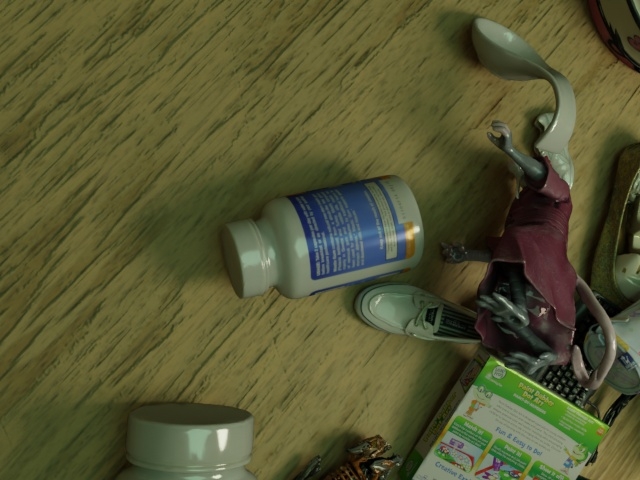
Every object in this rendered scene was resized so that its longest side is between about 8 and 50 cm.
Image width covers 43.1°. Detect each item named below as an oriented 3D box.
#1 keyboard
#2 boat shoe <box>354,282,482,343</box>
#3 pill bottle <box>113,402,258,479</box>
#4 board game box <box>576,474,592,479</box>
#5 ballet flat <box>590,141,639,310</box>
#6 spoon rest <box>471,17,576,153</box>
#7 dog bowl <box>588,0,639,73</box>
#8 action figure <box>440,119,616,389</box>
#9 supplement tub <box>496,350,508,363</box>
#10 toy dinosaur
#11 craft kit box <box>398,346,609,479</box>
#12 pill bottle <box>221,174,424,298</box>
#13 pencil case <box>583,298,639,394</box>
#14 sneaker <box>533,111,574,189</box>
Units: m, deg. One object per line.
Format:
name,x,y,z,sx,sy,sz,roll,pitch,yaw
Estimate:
keyboard,0.433,0.259,1.355,0.201,0.033,0.317,34,91,-14
boat shoe,0.169,0.114,1.278,0.226,0.076,0.083,10,86,-17
pill bottle,-0.185,0.414,1.096,0.204,0.204,0.361,4,88,-17
board game box,0.577,0.528,1.306,0.336,0.254,0.079,40,78,-13
ballet flat,0.541,-0.004,1.377,0.123,0.123,0.348,14,85,-17
spoon rest,0.324,-0.262,1.270,0.137,0.084,0.276,9,47,-34
dog bowl,0.642,-0.456,1.399,0.408,0.150,0.408,0,88,-17
action figure,0.335,-0.005,1.223,0.276,0.248,0.370,19,50,5
supplement tub,0.313,0.148,1.326,0.071,0.071,0.107,-22,96,-16
toy dinosaur,0.022,0.453,1.215,0.218,0.164,0.322,40,96,2
craft kit box,0.293,0.335,1.296,0.250,0.061,0.246,32,96,-13
pill bottle,0.000,0.000,1.189,0.272,0.152,0.152,-12,93,-17
pencil case,0.548,0.129,1.295,0.273,0.113,0.124,-31,75,-20
sneaker,0.391,-0.143,1.370,0.061,0.054,0.152,-2,84,-8
